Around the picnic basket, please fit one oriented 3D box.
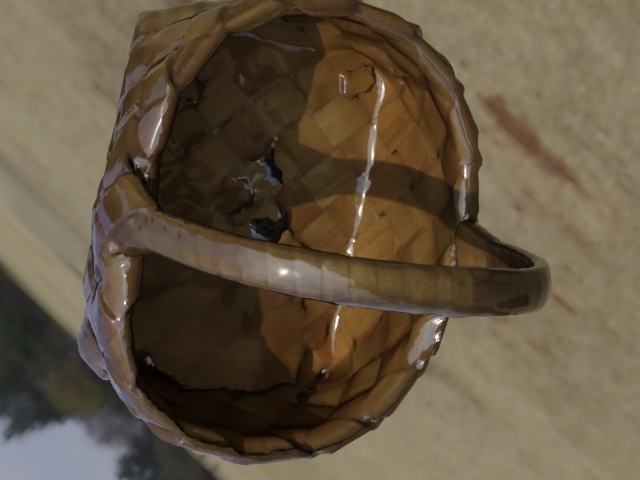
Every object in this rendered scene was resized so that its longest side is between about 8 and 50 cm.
[{"bbox_3d":[0.000,0.000,1.246,0.293,0.337,0.337,6,-167,-28],"label":"picnic basket"}]
